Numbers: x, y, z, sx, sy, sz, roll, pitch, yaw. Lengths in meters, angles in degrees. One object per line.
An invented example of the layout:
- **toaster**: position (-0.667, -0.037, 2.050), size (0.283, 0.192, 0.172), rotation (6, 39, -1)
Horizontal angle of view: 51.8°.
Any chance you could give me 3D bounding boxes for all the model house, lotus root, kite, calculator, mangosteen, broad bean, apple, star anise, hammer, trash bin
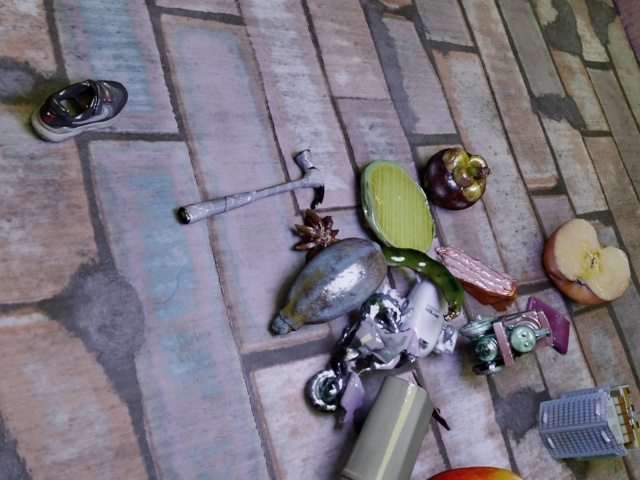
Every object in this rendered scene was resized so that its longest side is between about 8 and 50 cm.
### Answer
- **model house**: position (0.785, 0.527, 1.897), size (0.215, 0.224, 0.198), rotation (1, 71, -37)
- **lotus root**: position (0.020, 0.106, 1.534), size (0.322, 0.140, 0.158), rotation (-35, 77, -27)
- **kite**: position (0.263, 0.387, 1.596), size (0.014, 0.183, 0.241), rotation (-34, 130, -5)
- **calculator**: position (0.724, 0.267, 2.086), size (0.190, 0.034, 0.126), rotation (33, 57, -21)
- **mangosteen**: position (0.411, -0.187, 1.924), size (0.192, 0.217, 0.192), rotation (9, 72, -30)
- **broad bean**: position (0.256, 0.088, 1.673), size (0.144, 0.049, 0.292), rotation (-30, 57, -36)
- **apple**: position (0.844, 0.089, 2.165), size (0.293, 0.163, 0.251), rotation (41, 61, 0)
- **star anise**: position (0.000, 0.000, 1.643), size (0.168, 0.057, 0.167), rotation (15, 62, -31)
- **hammer**: position (-0.158, -0.116, 1.588), size (0.427, 0.044, 0.152), rotation (-17, 83, -39)
- **trash bin**: position (0.154, 0.443, 1.441), size (0.247, 0.121, 0.243), rotation (-64, 155, -18)

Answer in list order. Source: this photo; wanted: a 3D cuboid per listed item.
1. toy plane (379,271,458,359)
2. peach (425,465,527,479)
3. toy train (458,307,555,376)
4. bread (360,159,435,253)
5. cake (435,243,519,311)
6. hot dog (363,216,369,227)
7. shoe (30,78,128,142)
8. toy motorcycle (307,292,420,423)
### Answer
- **toy plane**: position (0.261, 0.189, 1.713), size (0.267, 0.123, 0.266), rotation (14, 63, -29)
- **peach**: position (0.342, 0.676, 1.428), size (0.388, 0.388, 0.388), rotation (15, 63, -31)
- **toy train**: position (0.503, 0.262, 1.761), size (0.304, 0.221, 0.150), rotation (0, 73, -71)
- **bread**: position (0.216, -0.087, 1.832), size (0.301, 0.045, 0.301), rotation (23, 55, -37)
- **cake**: position (0.457, 0.102, 1.912), size (0.287, 0.135, 0.098), rotation (32, 69, -12)
- **hot dog**: position (0.152, -0.050, 1.799), size (0.083, 0.021, 0.037), rotation (2, 67, -36)
- **shoe**: position (-0.485, -0.284, 1.365), size (0.227, 0.112, 0.099), rotation (-38, 95, -38)
- **toy motorcycle**: position (0.117, 0.285, 1.546), size (0.188, 0.143, 0.327), rotation (38, 66, -2)
